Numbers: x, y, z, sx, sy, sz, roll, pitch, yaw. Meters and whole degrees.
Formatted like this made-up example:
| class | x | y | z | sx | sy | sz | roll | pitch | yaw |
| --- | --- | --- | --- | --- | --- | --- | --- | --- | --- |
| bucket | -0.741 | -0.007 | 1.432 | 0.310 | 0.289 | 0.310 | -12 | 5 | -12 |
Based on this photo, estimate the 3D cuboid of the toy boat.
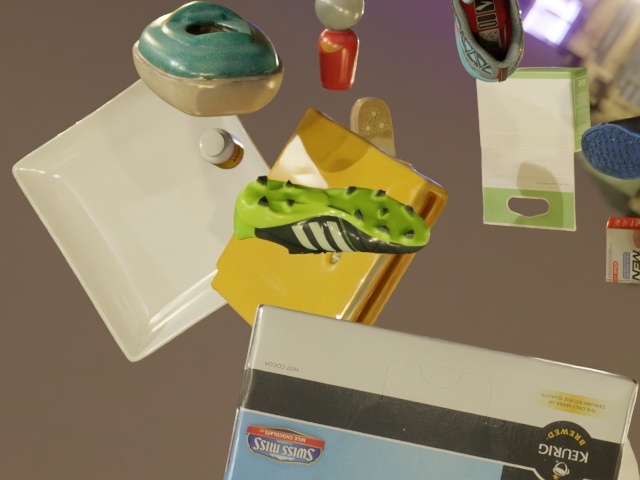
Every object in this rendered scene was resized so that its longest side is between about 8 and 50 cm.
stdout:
| class | x | y | z | sx | sy | sz | roll | pitch | yaw |
| --- | --- | --- | --- | --- | --- | --- | --- | --- | --- |
| toy boat | -0.093 | -0.268 | 2.100 | 0.318 | 0.148 | 0.267 | -8 | -156 | -21 |

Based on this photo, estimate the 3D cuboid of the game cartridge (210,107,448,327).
| class | x | y | z | sx | sy | sz | roll | pitch | yaw |
| --- | --- | --- | --- | --- | --- | --- | --- | --- | --- |
| game cartridge | 0.000 | 0.000 | 2.004 | 0.053 | 0.285 | 0.324 | 28 | -174 | -33 |

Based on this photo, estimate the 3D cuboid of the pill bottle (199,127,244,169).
| class | x | y | z | sx | sy | sz | roll | pitch | yaw |
| --- | --- | --- | --- | --- | --- | --- | --- | --- | --- |
| pill bottle | -0.121 | -0.111 | 1.881 | 0.043 | 0.043 | 0.083 | 34 | -178 | 11 |

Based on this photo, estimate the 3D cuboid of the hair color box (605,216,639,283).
| class | x | y | z | sx | sy | sz | roll | pitch | yaw |
| --- | --- | --- | --- | --- | --- | --- | --- | --- | --- |
| hair color box | 0.524 | 0.018 | 2.391 | 0.167 | 0.093 | 0.053 | 2 | -157 | 16 |

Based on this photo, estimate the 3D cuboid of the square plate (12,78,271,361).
| class | x | y | z | sx | sy | sz | roll | pitch | yaw |
| --- | --- | --- | --- | --- | --- | --- | --- | --- | --- |
| square plate | -0.225 | -0.051 | 2.271 | 0.344 | 0.347 | 0.049 | 58 | -164 | 1 |

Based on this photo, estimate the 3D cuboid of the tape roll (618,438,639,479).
| class | x | y | z | sx | sy | sz | roll | pitch | yaw |
| --- | --- | --- | --- | --- | --- | --- | --- | --- | --- |
| tape roll | 0.359 | 0.386 | 2.470 | 0.286 | 0.286 | 0.100 | 26 | 162 | -13 |

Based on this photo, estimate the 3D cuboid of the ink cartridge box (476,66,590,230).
| class | x | y | z | sx | sy | sz | roll | pitch | yaw |
| --- | --- | --- | --- | --- | --- | --- | --- | --- | --- |
| ink cartridge box | 0.319 | -0.139 | 2.329 | 0.171 | 0.235 | 0.056 | 6 | -164 | 41 |

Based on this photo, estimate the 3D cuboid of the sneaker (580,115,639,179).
| class | x | y | z | sx | sy | sz | roll | pitch | yaw |
| --- | --- | --- | --- | --- | --- | --- | --- | --- | --- |
| sneaker | 0.457 | -0.131 | 2.073 | 0.090 | 0.081 | 0.232 | -23 | -163 | -36 |

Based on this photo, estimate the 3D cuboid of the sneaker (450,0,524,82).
| class | x | y | z | sx | sy | sz | roll | pitch | yaw |
| --- | --- | --- | --- | --- | --- | --- | --- | --- | --- |
| sneaker | 0.194 | -0.319 | 1.866 | 0.125 | 0.104 | 0.261 | -100 | -8 | -83 |

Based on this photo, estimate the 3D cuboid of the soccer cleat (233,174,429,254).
| class | x | y | z | sx | sy | sz | roll | pitch | yaw |
| --- | --- | --- | --- | --- | --- | --- | --- | --- | --- |
| soccer cleat | 0.008 | -0.014 | 1.415 | 0.179 | 0.072 | 0.060 | 11 | -128 | -10 |

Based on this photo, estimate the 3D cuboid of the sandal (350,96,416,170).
| class | x | y | z | sx | sy | sz | roll | pitch | yaw |
| --- | --- | --- | --- | --- | --- | --- | --- | --- | --- |
| sandal | 0.104 | -0.092 | 2.302 | 0.088 | 0.240 | 0.079 | -21 | -163 | -23 |

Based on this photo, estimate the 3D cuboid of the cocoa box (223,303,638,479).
| class | x | y | z | sx | sy | sz | roll | pitch | yaw |
| --- | --- | --- | --- | --- | --- | --- | --- | --- | --- |
| cocoa box | 0.095 | 0.209 | 1.476 | 0.347 | 0.228 | 0.231 | 11 | 174 | 5 |
